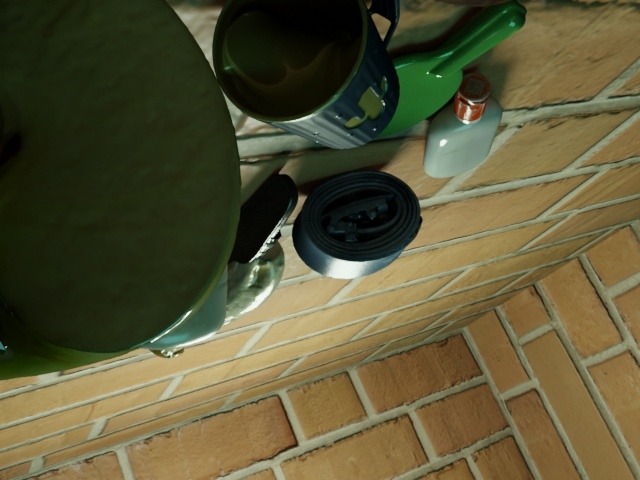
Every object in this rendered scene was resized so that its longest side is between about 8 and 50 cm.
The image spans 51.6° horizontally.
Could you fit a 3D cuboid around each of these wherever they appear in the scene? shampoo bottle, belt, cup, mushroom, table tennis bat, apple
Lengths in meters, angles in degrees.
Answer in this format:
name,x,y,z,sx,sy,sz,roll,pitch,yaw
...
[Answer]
name,x,y,z,sx,sy,sz,roll,pitch,yaw
shampoo bottle,0.197,-0.154,0.909,0.108,0.051,0.221,-20,162,-1
belt,0.055,-0.023,0.963,0.190,0.141,0.082,-19,163,-22
cup,0.012,-0.165,0.576,0.176,0.131,0.155,-53,161,7
mushroom,-0.179,0.100,1.112,0.123,0.095,0.351,21,134,-40
table tennis bat,0.118,-0.188,0.755,0.160,0.039,0.257,-1,157,-47
apple,-0.214,-0.041,0.402,0.295,0.257,0.233,-8,171,-35

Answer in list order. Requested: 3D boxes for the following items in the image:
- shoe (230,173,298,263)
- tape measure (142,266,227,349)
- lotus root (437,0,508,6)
name,x,y,z,sx,sy,sz,roll,pitch,yaw
shoe,-0.073,-0.027,0.921,0.049,0.071,0.179,-10,154,-44
tape measure,-0.229,0.035,0.666,0.265,0.130,0.258,-3,-170,-34
lotus root,0.087,-0.234,0.410,0.314,0.141,0.169,-4,152,-43
